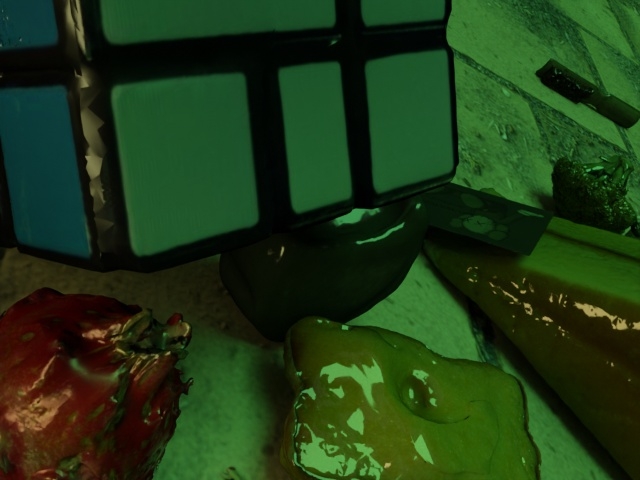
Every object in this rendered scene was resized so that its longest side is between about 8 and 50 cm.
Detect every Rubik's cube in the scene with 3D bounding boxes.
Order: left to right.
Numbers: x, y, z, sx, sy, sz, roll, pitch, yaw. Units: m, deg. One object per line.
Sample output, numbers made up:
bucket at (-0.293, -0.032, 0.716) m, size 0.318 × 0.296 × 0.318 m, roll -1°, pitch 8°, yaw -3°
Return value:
Rubik's cube at (-0.104, -0.156, 0.558) m, size 0.293 × 0.288 × 0.284 m, roll -21°, pitch 111°, yaw -44°

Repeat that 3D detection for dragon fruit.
dragon fruit at (-0.142, 0.075, 0.543) m, size 0.153 × 0.111 × 0.153 m, roll 27°, pitch 34°, yaw -20°

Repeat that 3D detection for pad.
pad at (0.154, -0.036, 0.961) m, size 0.190 × 0.004 × 0.127 m, roll 18°, pitch 29°, yaw 19°

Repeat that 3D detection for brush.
brush at (0.496, -0.260, 1.587) m, size 0.247 × 0.043 × 0.036 m, roll 23°, pitch 46°, yaw -28°

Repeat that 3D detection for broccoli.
broccoli at (0.379, -0.062, 1.192) m, size 0.130 × 0.120 × 0.131 m, roll 40°, pitch -5°, yaw -39°

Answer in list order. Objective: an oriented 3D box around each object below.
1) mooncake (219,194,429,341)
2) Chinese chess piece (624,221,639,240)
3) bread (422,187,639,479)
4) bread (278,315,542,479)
mooncake at (0.000, 0.000, 0.714) m, size 0.175 × 0.168 × 0.104 m, roll 14°, pitch 40°, yaw -57°
Chinese chess piece at (0.504, 0.053, 1.228) m, size 0.188 × 0.083 × 0.189 m, roll 26°, pitch 40°, yaw -25°
bread at (0.290, 0.109, 0.980) m, size 0.361 × 0.245 × 0.233 m, roll 20°, pitch 24°, yaw 26°
bread at (0.068, 0.154, 0.687) m, size 0.233 × 0.088 × 0.161 m, roll 23°, pitch 34°, yaw -21°
